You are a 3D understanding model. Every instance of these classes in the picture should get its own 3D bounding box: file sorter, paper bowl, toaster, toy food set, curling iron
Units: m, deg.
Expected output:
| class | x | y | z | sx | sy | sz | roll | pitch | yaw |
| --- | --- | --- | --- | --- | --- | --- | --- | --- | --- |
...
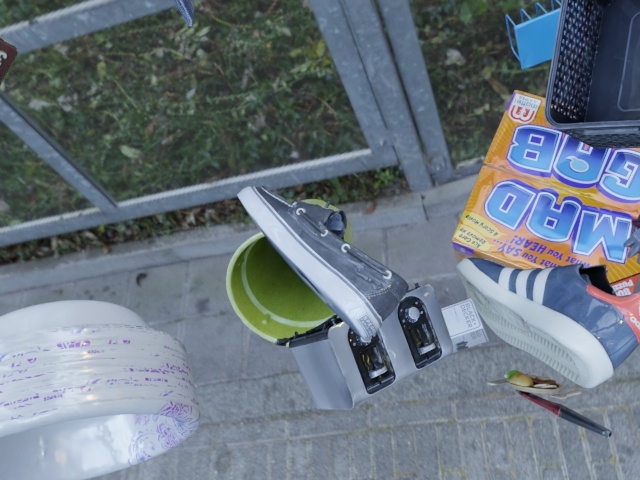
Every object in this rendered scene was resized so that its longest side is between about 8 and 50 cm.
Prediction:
| class | x | y | z | sx | sy | sz | roll | pitch | yaw |
| --- | --- | --- | --- | --- | --- | --- | --- | --- | --- |
| file sorter | 0.563 | -0.531 | 1.565 | 0.170 | 0.118 | 0.105 | -20 | 40 | 10 |
| paper bowl | -0.287 | 0.170 | 0.701 | 0.284 | 0.284 | 0.148 | -22 | 64 | 7 |
| toaster | 0.058 | 0.143 | 0.838 | 0.168 | 0.185 | 0.110 | -19 | 84 | -27 |
| toy food set | 0.509 | 0.334 | 1.487 | 0.192 | 0.132 | 0.039 | 1 | 89 | 47 |
| curling iron | 0.574 | 0.402 | 1.511 | 0.035 | 0.068 | 0.274 | -33 | 32 | -19 |

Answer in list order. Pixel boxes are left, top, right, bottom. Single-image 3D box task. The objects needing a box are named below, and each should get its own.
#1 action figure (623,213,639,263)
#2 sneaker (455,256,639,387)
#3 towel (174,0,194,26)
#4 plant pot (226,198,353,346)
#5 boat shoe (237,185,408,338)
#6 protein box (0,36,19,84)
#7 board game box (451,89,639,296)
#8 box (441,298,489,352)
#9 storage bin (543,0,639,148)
| class | x | y | z | sx | sy | sz | roll | pitch | yaw |
| --- | --- | --- | --- | --- | --- | --- | --- | --- | --- |
| action figure | 0.660 | -0.054 | 0.946 | 0.369 | 0.276 | 0.248 | -9 | 26 | -13 |
| sneaker | 0.333 | 0.083 | 0.913 | 0.148 | 0.131 | 0.350 | -36 | 24 | -6 |
| towel | -0.275 | -0.571 | 1.054 | 0.040 | 0.243 | 0.336 | -9 | 83 | 3 |
| plant pot | -0.032 | 0.043 | 1.332 | 0.275 | 0.276 | 0.254 | -11 | 24 | 15 |
| boat shoe | 0.000 | 0.000 | 0.627 | 0.076 | 0.080 | 0.228 | -40 | 48 | -8 |
| protein box | -0.288 | -0.056 | 0.304 | 0.199 | 0.136 | 0.201 | 26 | 87 | 43 |
| board game box | 0.534 | -0.057 | 1.399 | 0.356 | 0.356 | 0.357 | 22 | 83 | 19 |
| box | 0.302 | 0.264 | 1.709 | 0.289 | 0.169 | 0.087 | -21 | 63 | 10 |
| storage bin | 0.301 | -0.186 | 0.599 | 0.122 | 0.084 | 0.180 | 9 | 89 | 50 |
